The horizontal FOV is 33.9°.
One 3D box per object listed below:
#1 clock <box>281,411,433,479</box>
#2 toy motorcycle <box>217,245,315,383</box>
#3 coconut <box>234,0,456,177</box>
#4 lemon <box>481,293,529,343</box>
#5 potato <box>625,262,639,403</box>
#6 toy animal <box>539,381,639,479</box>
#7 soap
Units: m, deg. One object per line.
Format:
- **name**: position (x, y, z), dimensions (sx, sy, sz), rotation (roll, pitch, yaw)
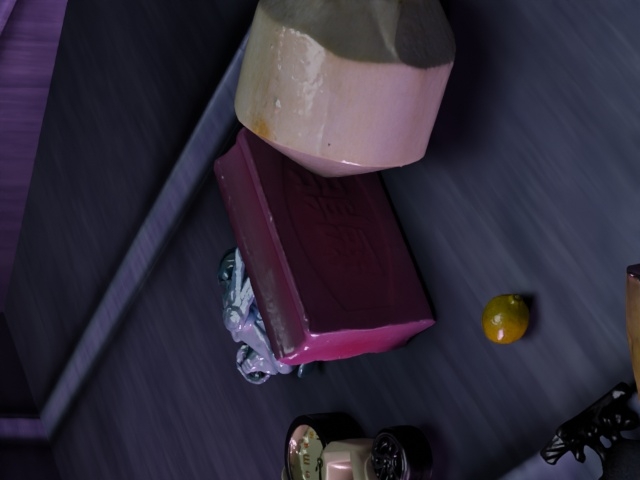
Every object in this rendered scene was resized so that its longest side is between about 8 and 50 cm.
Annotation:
- **clock**: position (0.056, 0.419, 1.707), dimensions (0.379, 0.120, 0.276), rotation (0, 90, 63)
- **toy motorcycle**: position (-0.088, 0.126, 1.871), dimensions (0.206, 0.154, 0.260), rotation (-9, 94, 35)
- **coconut**: position (0.035, -0.225, 1.475), dimensions (0.323, 0.323, 0.322), rotation (12, 105, 57)
- **lemon**: position (0.247, 0.103, 1.399), dimensions (0.062, 0.062, 0.083), rotation (55, 139, 38)
- **potato**: position (0.403, 0.162, 1.024), dimensions (0.229, 0.229, 0.265), rotation (6, 96, 57)
- **toy animal**: position (0.368, 0.279, 1.209), dimensions (0.210, 0.121, 0.117), rotation (44, 149, 38)
- **soap**: position (0.000, 0.000, 1.616), dimensions (0.128, 0.233, 0.359), rotation (-48, 55, 48)
